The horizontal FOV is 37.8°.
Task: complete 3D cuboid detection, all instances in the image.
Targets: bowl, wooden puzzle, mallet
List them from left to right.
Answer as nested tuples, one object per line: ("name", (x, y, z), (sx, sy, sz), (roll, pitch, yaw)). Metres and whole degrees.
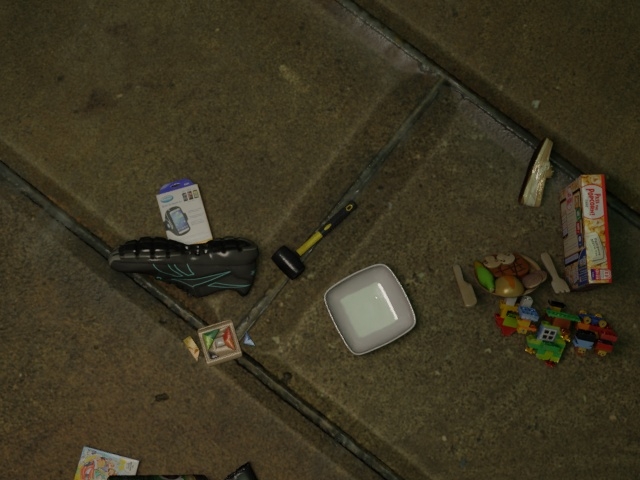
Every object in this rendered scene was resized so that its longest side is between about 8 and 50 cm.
("wooden puzzle", (-0.186, 0.188, 1.714), (0.116, 0.014, 0.078), (-24, 83, -6))
("mallet", (0.000, 0.000, 1.741), (0.190, 0.039, 0.062), (-35, 84, -11))
("bowl", (0.089, 0.126, 1.712), (0.142, 0.053, 0.142), (-26, 83, -5))

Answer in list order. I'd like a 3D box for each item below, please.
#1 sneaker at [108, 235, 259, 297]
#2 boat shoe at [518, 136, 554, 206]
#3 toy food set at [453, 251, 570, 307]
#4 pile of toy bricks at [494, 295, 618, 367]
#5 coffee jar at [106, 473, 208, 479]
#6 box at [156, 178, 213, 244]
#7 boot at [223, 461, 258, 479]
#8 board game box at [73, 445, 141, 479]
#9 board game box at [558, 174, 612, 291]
("sneaker", (-0.244, 0.054, 1.678), (0.267, 0.101, 0.106), (1, 112, -9))
("boat shoe", (0.415, -0.127, 1.766), (0.045, 0.050, 0.135), (20, 91, -2))
("toy food set", (0.344, 0.058, 1.703), (0.192, 0.038, 0.132), (-8, 39, -4))
("pile of toy bricks", (0.424, 0.179, 1.698), (0.212, 0.118, 0.105), (13, 113, -8))
("coffee jar", (-0.277, 0.446, 1.615), (0.184, 0.096, 0.079), (3, 85, -15))
("box", (-0.253, -0.044, 1.743), (0.081, 0.028, 0.136), (-16, 80, -3))
("boot", (-0.109, 0.440, 1.662), (0.121, 0.045, 0.099), (-34, 84, -2))
("board game box", (-0.391, 0.453, 1.660), (0.103, 0.026, 0.154), (14, 81, 0))
("board game box", (0.478, -0.010, 1.697), (0.045, 0.147, 0.193), (-2, 82, -2))
